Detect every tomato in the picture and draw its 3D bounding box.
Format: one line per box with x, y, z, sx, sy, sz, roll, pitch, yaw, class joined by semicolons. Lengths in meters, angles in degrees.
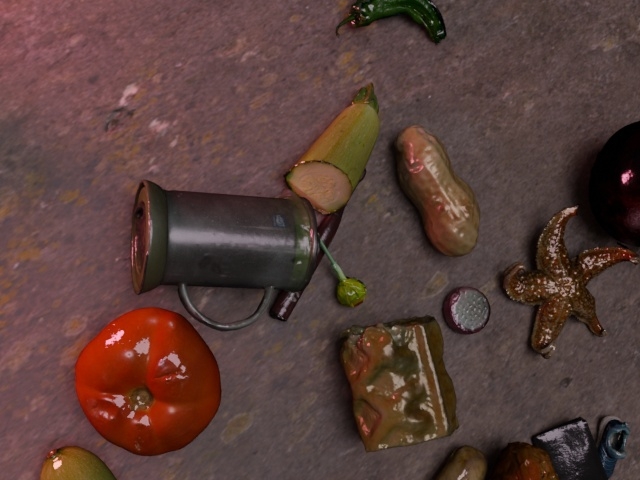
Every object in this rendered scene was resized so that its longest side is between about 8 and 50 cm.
-0.287;0.238;1.357;0.259;0.180;0.260;1;110;3;tomato

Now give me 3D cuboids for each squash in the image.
0.063;-0.194;1.571;0.137;0.137;0.287;41;71;-11;squash
-0.391;0.460;1.337;0.132;0.132;0.247;-25;92;-20;squash

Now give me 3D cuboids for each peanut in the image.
0.243;-0.103;1.624;0.130;0.130;0.290;-32;96;-20;peanut

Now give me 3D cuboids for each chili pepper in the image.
0.142;-0.479;1.660;0.278;0.065;0.122;-7;83;-24;chili pepper

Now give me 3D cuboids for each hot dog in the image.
0.376;0.597;1.551;0.388;0.174;0.267;-61;147;-16;hot dog

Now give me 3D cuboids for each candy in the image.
0.311;0.148;1.665;0.103;0.043;0.103;2;84;-19;candy
0.030;0.050;1.551;0.062;0.058;0.194;-44;113;-34;candy

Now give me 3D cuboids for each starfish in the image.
0.549;0.100;1.711;0.303;0.113;0.312;-34;103;-2;starfish

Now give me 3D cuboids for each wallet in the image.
0.557;0.516;1.706;0.124;0.025;0.244;-21;94;1;wallet

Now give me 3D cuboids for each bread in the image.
0.153;0.277;1.522;0.195;0.238;0.252;-10;82;20;bread

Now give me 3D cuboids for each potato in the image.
0.281;0.498;1.595;0.107;0.080;0.171;45;70;-42;potato

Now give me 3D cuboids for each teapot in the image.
-0.163;0.028;1.423;0.336;0.200;0.271;3;72;-21;teapot

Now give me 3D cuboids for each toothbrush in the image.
0.000;0.000;1.573;0.040;0.041;0.364;33;74;-14;toothbrush

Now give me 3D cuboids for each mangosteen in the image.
0.739;-0.120;1.700;0.296;0.313;0.297;-8;108;-25;mangosteen

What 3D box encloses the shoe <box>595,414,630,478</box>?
0.645;0.462;1.736;0.063;0.071;0.143;20;85;-16;shoe
